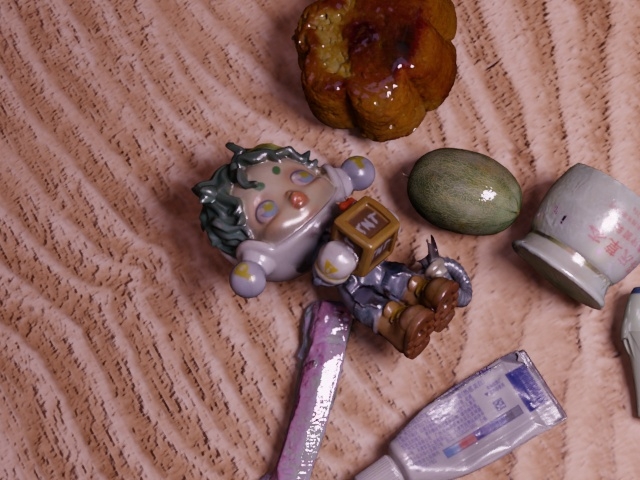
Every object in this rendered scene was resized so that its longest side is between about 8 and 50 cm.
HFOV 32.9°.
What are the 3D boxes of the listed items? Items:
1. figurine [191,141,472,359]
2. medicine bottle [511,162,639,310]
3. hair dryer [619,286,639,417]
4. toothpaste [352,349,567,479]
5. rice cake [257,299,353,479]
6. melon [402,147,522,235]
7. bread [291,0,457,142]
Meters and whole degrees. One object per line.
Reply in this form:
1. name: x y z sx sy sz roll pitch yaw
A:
1. figurine: -0.002 0.001 1.435 0.382 0.186 0.261 33 48 25
2. medicine bottle: 0.337 -0.004 1.381 0.147 0.147 0.143 36 87 20
3. hair dryer: 0.472 0.155 1.367 0.199 0.067 0.167 14 88 2
4. toothpaste: 0.171 0.252 1.406 0.282 0.068 0.099 -30 100 -5
5. rice cake: -0.020 0.216 1.463 0.081 0.051 0.290 14 79 17
6. melon: 0.188 -0.065 1.455 0.167 0.114 0.114 16 80 16
7. bread: 0.069 -0.261 1.525 0.232 0.135 0.246 6 76 20
